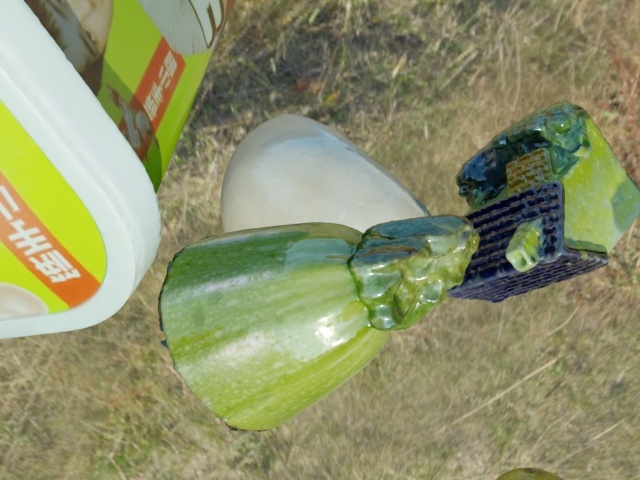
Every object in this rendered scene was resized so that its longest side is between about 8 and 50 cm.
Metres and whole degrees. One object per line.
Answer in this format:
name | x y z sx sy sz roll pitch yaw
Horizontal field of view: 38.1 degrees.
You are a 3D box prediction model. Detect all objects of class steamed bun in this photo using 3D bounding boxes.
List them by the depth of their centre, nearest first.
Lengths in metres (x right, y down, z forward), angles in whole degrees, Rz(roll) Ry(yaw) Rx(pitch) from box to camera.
steamed bun | 0.000 0.000 1.040 0.283 0.283 0.177 37 81 15

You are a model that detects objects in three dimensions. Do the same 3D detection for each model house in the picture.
model house | 0.222 -0.024 1.059 0.170 0.194 0.211 56 48 -10

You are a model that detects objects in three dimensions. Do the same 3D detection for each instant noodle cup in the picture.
instant noodle cup | -0.183 -0.143 0.531 0.294 0.293 0.307 13 50 8

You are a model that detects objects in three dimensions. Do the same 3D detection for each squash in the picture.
squash | 0.006 0.027 0.427 0.132 0.105 0.105 -23 62 37

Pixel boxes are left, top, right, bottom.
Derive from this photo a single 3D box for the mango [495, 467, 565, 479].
mango | 0.321 0.450 1.319 0.167 0.130 0.262 -15 52 -12
